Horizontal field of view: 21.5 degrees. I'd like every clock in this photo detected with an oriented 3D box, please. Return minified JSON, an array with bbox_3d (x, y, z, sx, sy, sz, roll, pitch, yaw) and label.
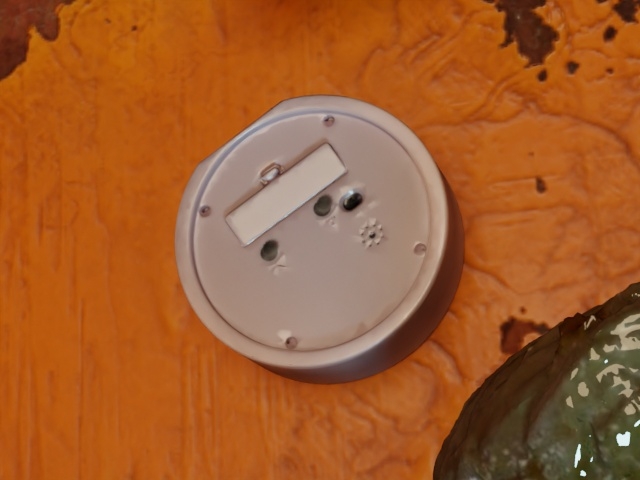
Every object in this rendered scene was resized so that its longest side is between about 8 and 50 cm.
[{"bbox_3d":[0.000,0.000,1.186,0.197,0.068,0.197,-5,73,15],"label":"clock"}]

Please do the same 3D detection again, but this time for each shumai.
[{"bbox_3d":[0.250,0.166,0.984,0.346,0.217,0.283,-18,70,7],"label":"shumai"}]
